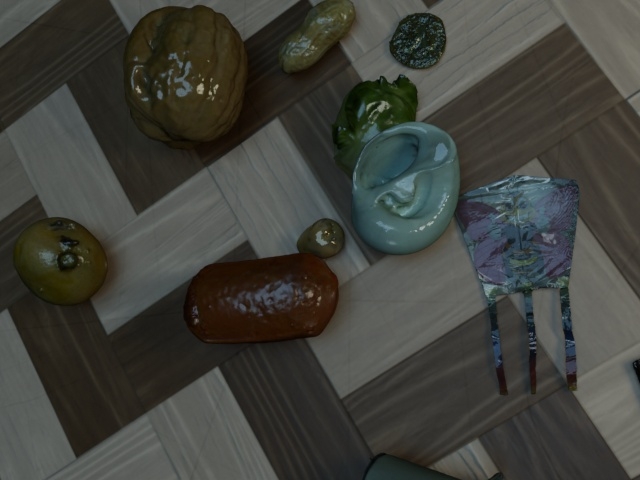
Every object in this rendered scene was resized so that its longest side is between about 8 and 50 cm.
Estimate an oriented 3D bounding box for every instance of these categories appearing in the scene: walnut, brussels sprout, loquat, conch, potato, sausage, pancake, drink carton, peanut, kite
[{"bbox_3d":[-0.239,-0.296,1.295,0.224,0.257,0.257,-12,77,47],"label":"walnut"},{"bbox_3d":[0.092,-0.196,1.254,0.139,0.100,0.181,31,80,-2],"label":"brussels sprout"},{"bbox_3d":[-0.475,0.037,1.337,0.149,0.204,0.172,-45,104,-25],"label":"loquat"},{"bbox_3d":[0.137,-0.085,1.199,0.185,0.121,0.221,31,92,-11],"label":"conch"},{"bbox_3d":[0.000,0.000,1.271,0.083,0.062,0.068,-32,58,31],"label":"potato"},{"bbox_3d":[-0.099,0.102,1.231,0.268,0.153,0.141,-8,80,14],"label":"sausage"},{"bbox_3d":[0.175,-0.354,1.288,0.108,0.017,0.108,-2,81,12],"label":"pancake"},{"bbox_3d":[0.162,0.428,1.108,0.189,0.191,0.186,7,87,26],"label":"drink carton"},{"bbox_3d":[-0.010,-0.371,1.310,0.174,0.080,0.080,-44,74,5],"label":"peanut"},{"bbox_3d":[0.338,0.066,1.183,0.204,0.022,0.361,-9,79,15],"label":"kite"}]

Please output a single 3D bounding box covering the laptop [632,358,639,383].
[{"bbox_3d":[0.580,0.257,1.087,0.153,0.026,0.207,-20,78,10],"label":"laptop"}]
